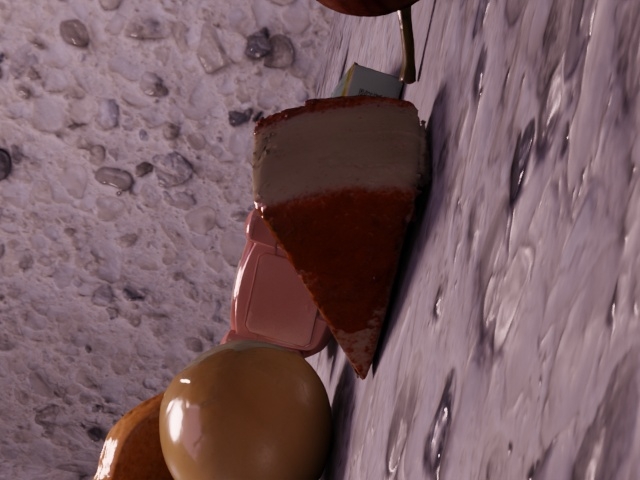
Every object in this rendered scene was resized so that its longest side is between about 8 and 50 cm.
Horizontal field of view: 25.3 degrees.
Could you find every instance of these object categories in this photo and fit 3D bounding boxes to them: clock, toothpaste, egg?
[{"bbox_3d":[-0.030,0.049,1.899,0.241,0.142,0.227,-58,-18,-75],"label":"clock"},{"bbox_3d":[0.047,-0.158,1.789,0.313,0.071,0.089,-178,103,-86],"label":"toothpaste"},{"bbox_3d":[-0.084,0.224,1.640,0.244,0.201,0.201,-101,21,-57],"label":"egg"}]

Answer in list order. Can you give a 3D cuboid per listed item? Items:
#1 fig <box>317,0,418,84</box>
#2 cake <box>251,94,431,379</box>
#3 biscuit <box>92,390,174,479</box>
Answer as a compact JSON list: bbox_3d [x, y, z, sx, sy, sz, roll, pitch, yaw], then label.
[{"bbox_3d":[0.061,-0.308,1.450,0.186,0.204,0.249,-48,-31,4],"label":"fig"},{"bbox_3d":[0.000,0.000,1.383,0.158,0.160,0.262,-90,10,-53],"label":"cake"},{"bbox_3d":[-0.222,0.443,2.201,0.078,0.350,0.455,5,81,41],"label":"biscuit"}]
